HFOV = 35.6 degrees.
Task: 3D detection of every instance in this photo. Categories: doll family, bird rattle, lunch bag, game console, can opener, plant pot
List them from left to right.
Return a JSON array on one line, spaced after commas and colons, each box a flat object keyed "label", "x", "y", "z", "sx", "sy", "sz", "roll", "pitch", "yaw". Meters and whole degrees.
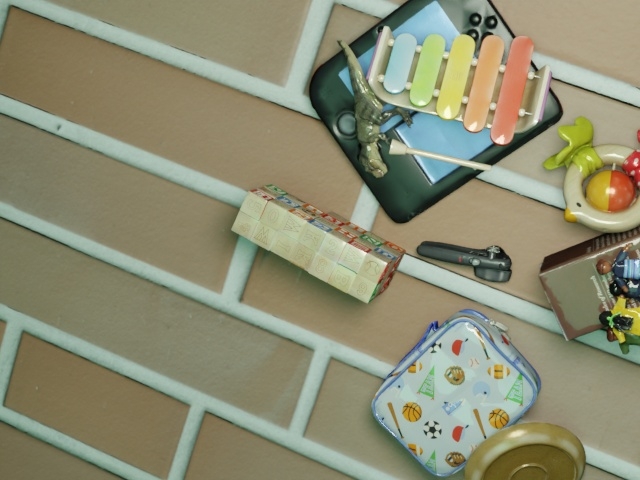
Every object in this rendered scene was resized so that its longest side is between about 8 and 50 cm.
[{"label": "game console", "x": 0.205, "y": -0.266, "z": 1.871, "sx": 0.386, "sy": 0.060, "sz": 0.342, "roll": -34, "pitch": 88, "yaw": 18}, {"label": "lunch bag", "x": 0.258, "y": 0.283, "z": 1.912, "sx": 0.243, "sy": 0.115, "sz": 0.303, "roll": 46, "pitch": 108, "yaw": 7}, {"label": "can opener", "x": 0.273, "y": 0.032, "z": 1.896, "sx": 0.186, "sy": 0.059, "sz": 0.073, "roll": 13, "pitch": 102, "yaw": 13}, {"label": "plant pot", "x": 0.389, "y": 0.441, "z": 1.879, "sx": 0.236, "sy": 0.032, "sz": 0.236, "roll": -3, "pitch": 121, "yaw": -5}, {"label": "bird rattle", "x": 0.522, "y": -0.109, "z": 1.759, "sx": 0.253, "sy": 0.143, "sz": 0.207, "roll": 10, "pitch": 74, "yaw": 5}, {"label": "doll family", "x": 0.509, "y": 0.098, "z": 1.640, "sx": 0.111, "sy": 0.076, "sz": 0.193, "roll": 3, "pitch": 95, "yaw": 19}]

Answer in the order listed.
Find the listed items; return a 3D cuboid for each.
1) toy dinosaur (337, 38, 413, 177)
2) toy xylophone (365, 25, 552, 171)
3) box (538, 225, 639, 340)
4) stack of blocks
[{"label": "toy dinosaur", "x": 0.107, "y": -0.251, "z": 1.846, "sx": 0.118, "sy": 0.064, "sz": 0.268, "roll": -10, "pitch": 95, "yaw": 22}, {"label": "toy xylophone", "x": 0.239, "y": -0.252, "z": 1.762, "sx": 0.322, "sy": 0.081, "sz": 0.236, "roll": 7, "pitch": 78, "yaw": 4}, {"label": "box", "x": 0.586, "y": 0.034, "z": 1.741, "sx": 0.381, "sy": 0.191, "sz": 0.143, "roll": -21, "pitch": 92, "yaw": 18}, {"label": "stack of blocks", "x": 0.000, "y": 0.000, "z": 1.909, "sx": 0.297, "sy": 0.171, "sz": 0.087, "roll": 28, "pitch": 105, "yaw": 11}]
